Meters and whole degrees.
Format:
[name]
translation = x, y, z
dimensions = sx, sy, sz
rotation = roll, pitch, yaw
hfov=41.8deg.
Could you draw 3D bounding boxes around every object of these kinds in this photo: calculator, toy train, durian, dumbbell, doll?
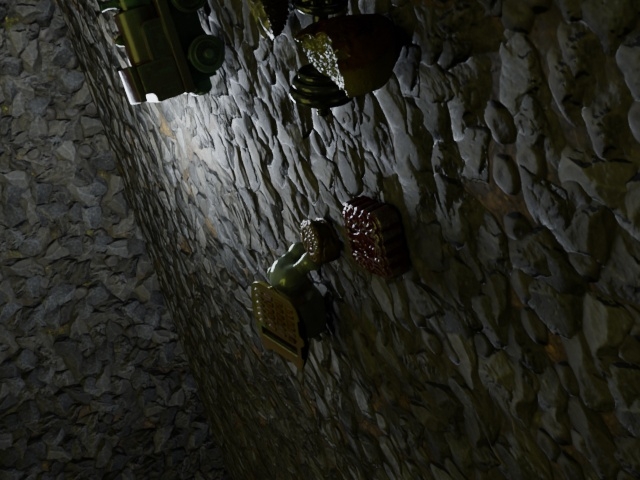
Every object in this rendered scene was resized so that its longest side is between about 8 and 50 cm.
[calculator]
translation = -0.088, 0.181, 1.854
dimensions = 0.157, 0.033, 0.236
rotation = 30, 144, 32
[toy train]
translation = -0.344, -0.448, 1.811
dimensions = 0.150, 0.221, 0.304
rotation = 19, 128, 63
[durian]
translation = -0.098, -0.430, 1.483
dimensions = 0.140, 0.071, 0.110
rotation = 56, 164, -11
[dumbbell]
translation = 0.000, -0.322, 1.345
dimensions = 0.110, 0.110, 0.254
rotation = 39, 139, 48
[doll]
translation = -0.054, 0.130, 1.877
dimensions = 0.155, 0.113, 0.275
rotation = 36, 144, 38

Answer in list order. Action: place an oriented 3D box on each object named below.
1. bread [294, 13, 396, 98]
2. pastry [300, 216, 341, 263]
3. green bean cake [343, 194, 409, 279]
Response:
[bread]
translation = 0.050, -0.283, 1.237
dimensions = 0.156, 0.125, 0.086
rotation = 45, 158, 44
[pastry]
translation = 0.000, 0.000, 1.713
dimensions = 0.097, 0.057, 0.109
rotation = 46, 149, 50
[green bean cake]
translation = 0.095, -0.005, 1.495
dimensions = 0.135, 0.056, 0.135
rotation = 23, 133, 57
